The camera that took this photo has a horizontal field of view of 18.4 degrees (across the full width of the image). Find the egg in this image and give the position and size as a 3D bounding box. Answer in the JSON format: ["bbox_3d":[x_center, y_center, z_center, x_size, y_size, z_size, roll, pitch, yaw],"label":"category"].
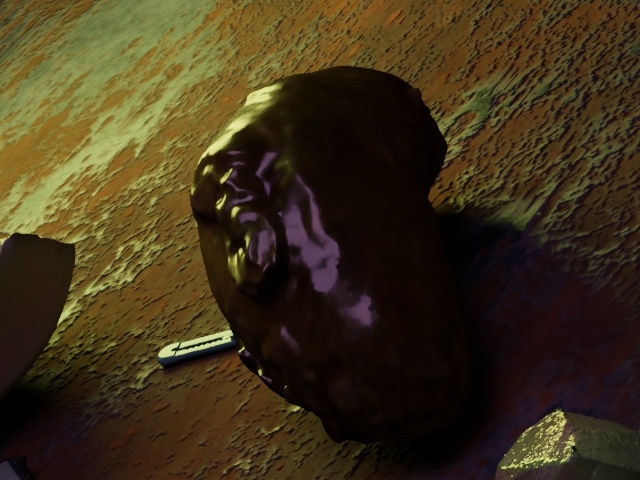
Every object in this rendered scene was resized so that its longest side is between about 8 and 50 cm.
[{"bbox_3d":[-0.307,0.080,1.387,0.271,0.162,0.206,1,-6,-5],"label":"egg"}]

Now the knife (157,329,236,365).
[{"bbox_3d":[-0.070,0.066,1.309,0.096,0.010,0.027,-17,30,30],"label":"knife"}]

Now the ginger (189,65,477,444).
[{"bbox_3d":[0.000,0.000,1.181,0.321,0.172,0.165,-90,21,-56],"label":"ginger"}]

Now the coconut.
[{"bbox_3d":[0.123,0.122,0.932,0.083,0.081,0.082,7,22,2],"label":"coconut"}]

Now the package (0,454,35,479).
[{"bbox_3d":[-0.225,0.213,1.203,0.166,0.040,0.232,-38,26,-9],"label":"package"}]
